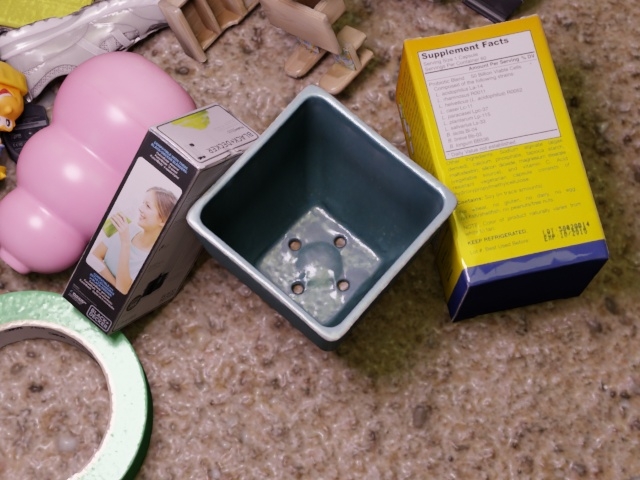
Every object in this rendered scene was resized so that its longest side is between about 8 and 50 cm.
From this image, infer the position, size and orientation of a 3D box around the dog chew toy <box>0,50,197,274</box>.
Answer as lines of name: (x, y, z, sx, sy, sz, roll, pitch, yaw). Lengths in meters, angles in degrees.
dog chew toy: (-0.316, -0.095, 1.819, 0.206, 0.206, 0.332, 37, 84, 10)

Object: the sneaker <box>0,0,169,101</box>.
sneaker: (-0.325, -0.285, 1.937, 0.281, 0.105, 0.115, -20, 104, -15)

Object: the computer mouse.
computer mouse: (-0.436, -0.203, 1.932, 0.071, 0.041, 0.242, -9, 65, -16)

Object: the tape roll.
tape roll: (-0.386, 0.230, 1.769, 0.321, 0.077, 0.321, 1, 72, -2)

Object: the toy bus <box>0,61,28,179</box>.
toy bus: (-0.502, -0.122, 1.822, 0.220, 0.149, 0.212, -20, 77, 18)

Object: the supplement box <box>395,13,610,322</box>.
supplement box: (0.238, -0.096, 1.823, 0.194, 0.195, 0.357, -11, 73, -5)

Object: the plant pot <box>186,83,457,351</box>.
plant pot: (0.000, 0.000, 1.757, 0.248, 0.252, 0.247, 39, 75, 11)

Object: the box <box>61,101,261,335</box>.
box: (-0.204, -0.030, 1.731, 0.087, 0.290, 0.169, 39, 31, 11)

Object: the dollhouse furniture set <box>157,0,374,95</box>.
dollhouse furniture set: (-0.082, -0.314, 1.886, 0.242, 0.212, 0.161, 30, 70, 36)

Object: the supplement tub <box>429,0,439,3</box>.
supplement tub: (0.096, -0.487, 1.948, 0.272, 0.191, 0.191, 33, 75, 9)

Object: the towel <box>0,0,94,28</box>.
towel: (-0.458, -0.364, 1.991, 0.237, 0.021, 0.102, 12, 78, 2)

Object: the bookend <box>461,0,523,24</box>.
bookend: (0.293, -0.416, 1.942, 0.072, 0.156, 0.157, 31, 75, -6)
